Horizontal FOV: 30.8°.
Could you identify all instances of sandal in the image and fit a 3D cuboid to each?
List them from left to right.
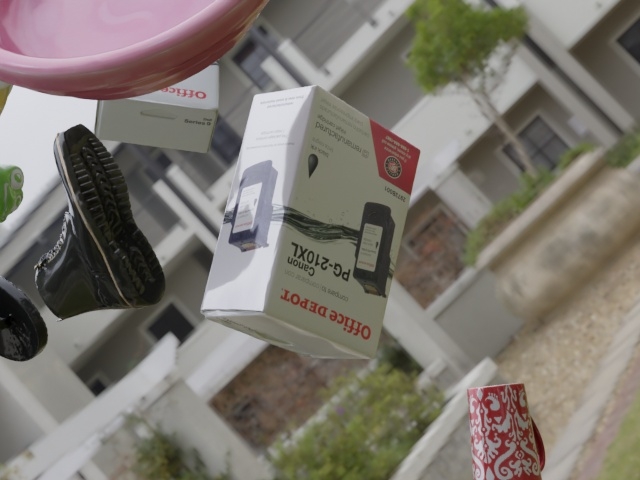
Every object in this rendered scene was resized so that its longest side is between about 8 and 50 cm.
[{"bbox_3d":[-0.271,0.045,0.831,0.040,0.179,0.067,-43,-31,-50],"label":"sandal"}]

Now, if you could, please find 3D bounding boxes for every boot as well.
[{"bbox_3d":[-0.260,-0.009,1.197,0.137,0.198,0.077,-15,10,29],"label":"boot"}]

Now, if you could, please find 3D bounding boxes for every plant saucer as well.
[{"bbox_3d":[-0.176,-0.248,1.075,0.332,0.332,0.084,-42,-36,-16],"label":"plant saucer"}]

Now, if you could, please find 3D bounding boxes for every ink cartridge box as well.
[{"bbox_3d":[-0.293,-0.309,2.086,0.121,0.211,0.289,111,162,-50],"label":"ink cartridge box"},{"bbox_3d":[-0.006,-0.012,1.186,0.100,0.172,0.237,-2,70,45],"label":"ink cartridge box"}]

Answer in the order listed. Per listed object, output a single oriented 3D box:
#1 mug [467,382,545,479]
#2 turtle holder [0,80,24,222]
[{"bbox_3d":[0.290,0.314,1.845,0.113,0.169,0.150,-9,-8,15],"label":"mug"},{"bbox_3d":[-0.480,-0.192,1.416,0.227,0.320,0.243,-22,-36,-54],"label":"turtle holder"}]
